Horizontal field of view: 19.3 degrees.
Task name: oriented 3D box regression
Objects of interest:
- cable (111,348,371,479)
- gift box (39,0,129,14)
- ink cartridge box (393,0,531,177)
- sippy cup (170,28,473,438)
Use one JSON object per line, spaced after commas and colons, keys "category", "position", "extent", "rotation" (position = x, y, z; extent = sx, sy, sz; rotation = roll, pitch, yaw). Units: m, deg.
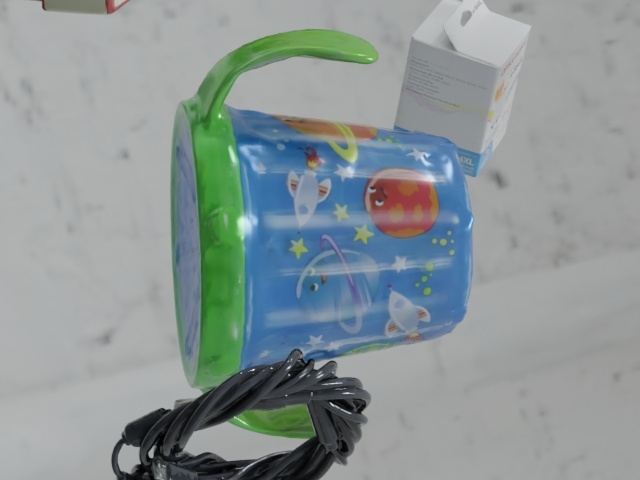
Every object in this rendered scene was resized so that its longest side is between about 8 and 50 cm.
{"category": "cable", "position": [-0.040, 0.123, 1.233], "extent": [0.150, 0.184, 0.047], "rotation": [-40, -123, 22]}
{"category": "gift box", "position": [-0.180, -0.303, 1.219], "extent": [0.258, 0.276, 0.255], "rotation": [7, -61, 15]}
{"category": "ink cartridge box", "position": [0.131, -0.150, 1.749], "extent": [0.090, 0.092, 0.143], "rotation": [21, -50, 13]}
{"category": "sippy cup", "position": [0.000, 0.000, 1.518], "extent": [0.305, 0.224, 0.240], "rotation": [105, -19, -58]}
